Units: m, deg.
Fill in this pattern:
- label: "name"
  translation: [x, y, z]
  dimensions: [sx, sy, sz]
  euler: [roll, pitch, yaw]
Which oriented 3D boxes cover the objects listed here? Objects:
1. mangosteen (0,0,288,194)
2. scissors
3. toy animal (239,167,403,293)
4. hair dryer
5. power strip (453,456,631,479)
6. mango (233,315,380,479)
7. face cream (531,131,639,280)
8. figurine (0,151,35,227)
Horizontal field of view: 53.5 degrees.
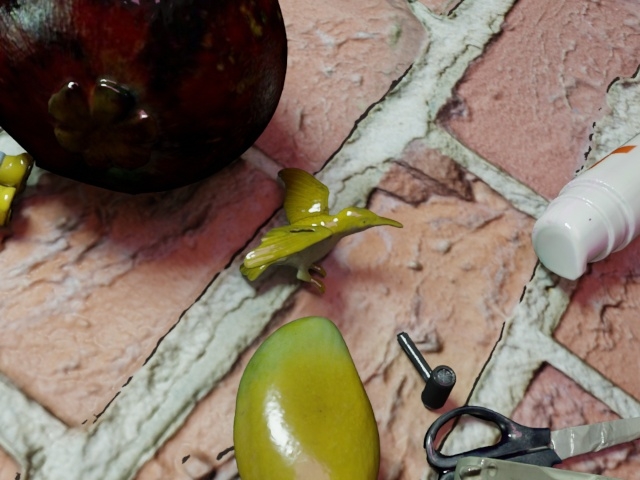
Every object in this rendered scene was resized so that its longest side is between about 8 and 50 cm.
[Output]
- label: "mangosteen"
  translation: [-0.174, -0.190, 0.605]
  dimensions: [0.311, 0.311, 0.311]
  euler: [7, 59, -12]
- label: "scissors"
  translation: [0.244, 0.204, 0.639]
  dimensions: [0.300, 0.022, 0.109]
  euler: [-5, 66, -20]
- label: "toy animal"
  translation: [0.000, 0.000, 0.650]
  dimensions: [0.155, 0.095, 0.219]
  euler: [10, 28, -9]
- label: "hair dryer"
  translation: [0.103, 0.123, 0.637]
  dimensions: [0.026, 0.047, 0.083]
  euler: [-15, 51, -23]
- label: "power strip"
  translation: [0.246, 0.251, 0.580]
  dimensions: [0.286, 0.048, 0.080]
  euler: [11, 71, -15]
- label: "mango"
  translation: [-0.011, 0.156, 0.553]
  dimensions: [0.130, 0.092, 0.194]
  euler: [12, 54, -7]
- label: "face cream"
  translation: [0.385, -0.066, 0.788]
  dimensions: [0.345, 0.102, 0.102]
  euler: [-30, 72, -29]
- label: "figurine"
  translation: [-0.403, -0.085, 0.566]
  dimensions: [0.263, 0.143, 0.162]
  euler: [21, 62, -23]
